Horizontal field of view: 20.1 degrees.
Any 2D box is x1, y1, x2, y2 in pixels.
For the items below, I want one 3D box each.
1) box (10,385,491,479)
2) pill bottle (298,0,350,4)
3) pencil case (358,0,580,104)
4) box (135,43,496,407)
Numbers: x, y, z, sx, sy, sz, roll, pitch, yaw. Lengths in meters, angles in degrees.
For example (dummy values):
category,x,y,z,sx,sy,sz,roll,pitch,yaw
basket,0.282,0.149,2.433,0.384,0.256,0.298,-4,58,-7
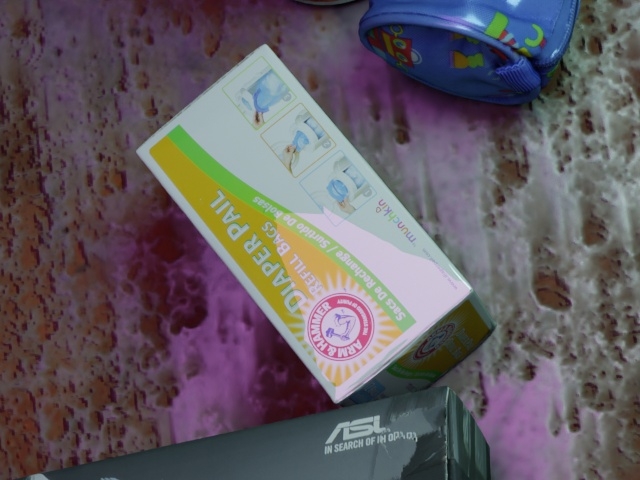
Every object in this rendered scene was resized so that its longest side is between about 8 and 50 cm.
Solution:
category,x,y,z,sx,sy,sz,roll,pitch,yaw
box,-0.056,0.226,0.995,0.307,0.076,0.242,-14,49,20
pill bottle,-0.015,-0.237,1.097,0.124,0.221,0.124,-3,76,13
pencil case,0.134,-0.235,1.115,0.133,0.119,0.306,18,82,33
box,0.000,0.000,1.091,0.103,0.114,0.203,-40,72,1
